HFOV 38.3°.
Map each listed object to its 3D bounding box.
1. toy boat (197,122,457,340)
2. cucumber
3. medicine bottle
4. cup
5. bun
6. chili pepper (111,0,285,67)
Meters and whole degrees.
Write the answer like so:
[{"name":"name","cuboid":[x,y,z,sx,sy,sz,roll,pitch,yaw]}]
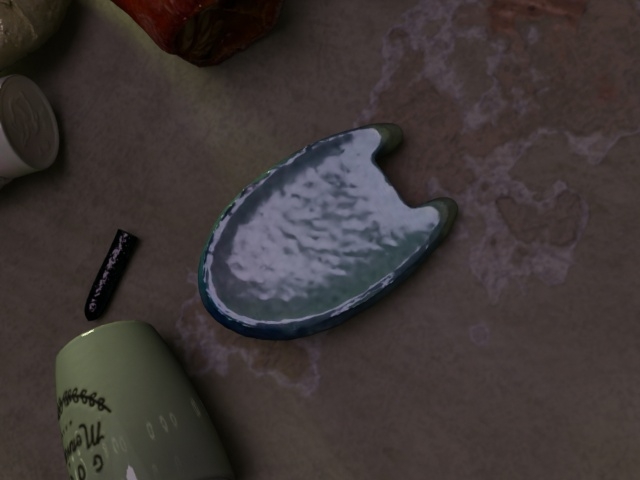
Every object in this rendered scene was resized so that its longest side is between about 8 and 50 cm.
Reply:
[{"name":"toy boat","cuboid":[0.000,0.000,1.157,0.330,0.123,0.215,-37,80,-3]},{"name":"cucumber","cuboid":[-0.291,0.050,1.266,0.032,0.032,0.133,24,90,20]},{"name":"medicine bottle","cuboid":[-0.532,-0.132,1.298,0.292,0.170,0.170,-11,78,16]},{"name":"cup","cuboid":[-0.253,0.252,1.163,0.258,0.186,0.234,-46,60,35]},{"name":"bun","cuboid":[-0.490,-0.361,1.300,0.259,0.152,0.259,-10,55,15]},{"name":"chili pepper","cuboid":[-0.206,-0.358,1.195,0.229,0.251,0.305,-30,76,-25]}]
